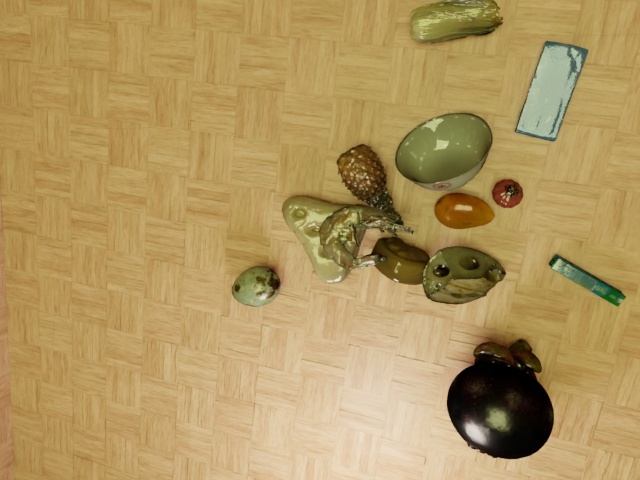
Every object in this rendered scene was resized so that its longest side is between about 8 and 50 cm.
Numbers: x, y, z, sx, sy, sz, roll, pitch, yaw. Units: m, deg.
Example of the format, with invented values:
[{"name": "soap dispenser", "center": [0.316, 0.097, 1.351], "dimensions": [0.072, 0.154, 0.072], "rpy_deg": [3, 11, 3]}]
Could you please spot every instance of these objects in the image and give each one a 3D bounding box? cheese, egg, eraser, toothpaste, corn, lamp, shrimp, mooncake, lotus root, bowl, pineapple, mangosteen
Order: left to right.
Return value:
[{"name": "egg", "center": [-0.274, 0.196, 2.035], "dimensions": [0.231, 0.169, 0.169], "rpy_deg": [-16, 98, 27]}, {"name": "cheese", "center": [0.000, 0.000, 1.934], "dimensions": [0.351, 0.129, 0.328], "rpy_deg": [11, 103, 10]}, {"name": "shrimp", "center": [0.162, -0.014, 1.764], "dimensions": [0.360, 0.085, 0.247], "rpy_deg": [-1, 81, 21]}, {"name": "pineapple", "center": [0.198, -0.183, 1.826], "dimensions": [0.175, 0.175, 0.361], "rpy_deg": [-29, 93, 19]}, {"name": "mooncake", "center": [0.305, 0.074, 1.824], "dimensions": [0.234, 0.235, 0.117], "rpy_deg": [26, 108, 8]}, {"name": "bowl", "center": [0.446, -0.280, 1.713], "dimensions": [0.337, 0.337, 0.157], "rpy_deg": [-18, 136, 18]}, {"name": "corn", "center": [0.457, -0.750, 1.649], "dimensions": [0.305, 0.122, 0.123], "rpy_deg": [-5, 102, 14]}, {"name": "lotus root", "center": [0.511, 0.127, 1.792], "dimensions": [0.210, 0.314, 0.142], "rpy_deg": [-51, 45, 34]}, {"name": "mangosteen", "center": [0.670, 0.571, 1.777], "dimensions": [0.382, 0.382, 0.435], "rpy_deg": [21, 90, 10]}, {"name": "lamp", "center": [0.672, -0.168, 1.741], "dimensions": [0.107, 0.092, 0.108], "rpy_deg": [1, 72, -2]}, {"name": "eraser", "center": [0.786, -0.509, 1.658], "dimensions": [0.144, 0.042, 0.312], "rpy_deg": [17, 106, 11]}, {"name": "toothpaste", "center": [0.958, 0.141, 1.748], "dimensions": [0.266, 0.065, 0.050], "rpy_deg": [31, 108, 6]}]

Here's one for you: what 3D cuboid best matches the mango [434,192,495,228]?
[{"name": "mango", "center": [0.529, -0.102, 1.788], "dimensions": [0.217, 0.102, 0.141], "rpy_deg": [11, 111, 15]}]
